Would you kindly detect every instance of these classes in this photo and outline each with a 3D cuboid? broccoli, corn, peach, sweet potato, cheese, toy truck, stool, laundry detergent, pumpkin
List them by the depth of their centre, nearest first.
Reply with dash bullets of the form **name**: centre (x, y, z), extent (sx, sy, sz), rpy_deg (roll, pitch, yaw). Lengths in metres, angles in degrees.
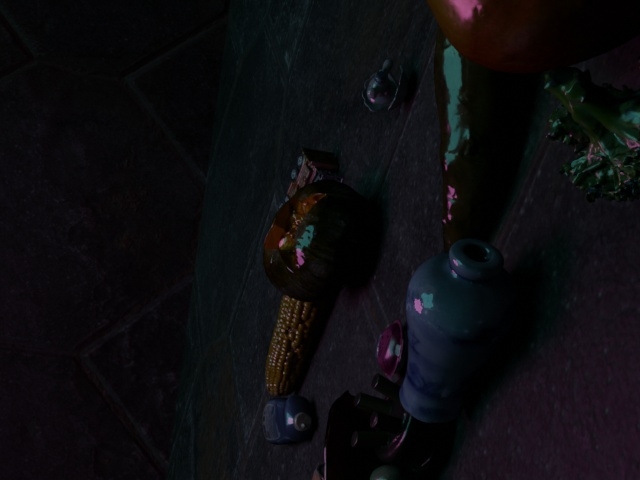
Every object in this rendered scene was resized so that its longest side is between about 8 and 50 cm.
- **broccoli**: centre (0.287, -0.116, 0.997), extent (0.154, 0.160, 0.167), rpy_deg (-33, 30, 30)
- **peach**: centre (0.246, -0.336, 1.032), extent (0.373, 0.290, 0.372), rpy_deg (-170, 90, -78)
- **sweet potato**: centre (0.209, -0.172, 1.363), extent (0.130, 0.131, 0.422), rpy_deg (-157, 70, -73)
- **stool**: centre (0.108, 0.280, 1.410), extent (0.125, 0.121, 0.217), rpy_deg (165, 120, -70)
- **peach**: centre (0.063, 0.344, 1.466), extent (0.068, 0.189, 0.279), rpy_deg (-15, 54, 23)
- **cheese**: centre (0.110, 0.171, 1.606), extent (0.145, 0.038, 0.095), rpy_deg (168, 113, -79)
- **pumpkin**: centre (0.002, 0.002, 1.860), extent (0.238, 0.159, 0.238), rpy_deg (-41, 30, 30)
- **laundry detergent**: centre (-0.062, 0.358, 2.015), extent (0.206, 0.061, 0.096), rpy_deg (152, 128, -69)
- **corn**: centre (-0.048, 0.180, 2.035), extent (0.097, 0.097, 0.319), rpy_deg (-105, 28, -56)
- **toy truck**: centre (-0.019, -0.092, 2.134), extent (0.177, 0.080, 0.115), rpy_deg (-68, 29, 29)

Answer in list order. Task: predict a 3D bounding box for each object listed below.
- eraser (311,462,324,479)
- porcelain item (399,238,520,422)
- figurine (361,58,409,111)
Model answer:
- **eraser**: centre (0.001, 0.527, 1.663), extent (0.171, 0.087, 0.290), rpy_deg (-125, 49, -71)
- **porcelain item**: centre (0.167, 0.115, 1.289), extent (0.141, 0.141, 0.259), rpy_deg (-101, 19, -51)
- **figurine**: centre (0.115, -0.274, 1.787), extent (0.086, 0.082, 0.094), rpy_deg (64, -139, -81)
